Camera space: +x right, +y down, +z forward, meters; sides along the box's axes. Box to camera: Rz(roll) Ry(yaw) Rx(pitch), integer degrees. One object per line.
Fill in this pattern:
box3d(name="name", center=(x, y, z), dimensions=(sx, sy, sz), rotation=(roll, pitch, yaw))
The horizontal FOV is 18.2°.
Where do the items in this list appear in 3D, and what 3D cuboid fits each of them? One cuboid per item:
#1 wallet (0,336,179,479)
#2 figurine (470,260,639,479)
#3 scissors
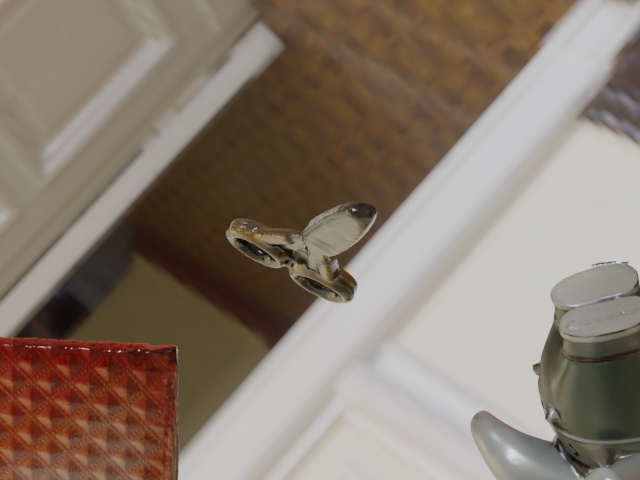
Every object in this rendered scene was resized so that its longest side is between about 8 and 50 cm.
box3d(name="wallet", center=(-0.164, 0.091, 0.952), dimensions=(0.196, 0.103, 0.020), rotation=(4, -158, 2))
box3d(name="figurine", center=(0.143, 0.105, 0.929), dimensions=(0.147, 0.126, 0.192), rotation=(-112, 2, -59))
box3d(name="scissors", center=(0.000, 0.000, 1.130), dimensions=(0.088, 0.017, 0.220), rotation=(31, 167, -6))
